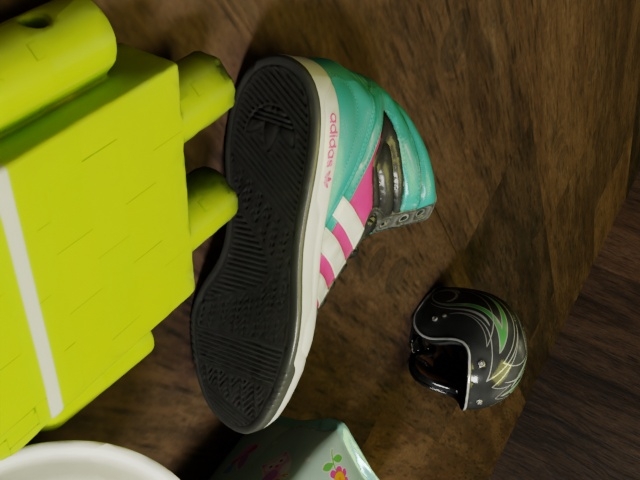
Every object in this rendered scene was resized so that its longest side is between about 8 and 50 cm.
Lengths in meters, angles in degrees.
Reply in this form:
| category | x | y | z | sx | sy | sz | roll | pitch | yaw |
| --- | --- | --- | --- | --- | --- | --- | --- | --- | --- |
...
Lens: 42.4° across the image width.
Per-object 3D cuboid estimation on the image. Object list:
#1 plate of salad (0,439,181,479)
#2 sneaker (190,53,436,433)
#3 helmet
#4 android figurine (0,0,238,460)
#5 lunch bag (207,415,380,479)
| category | x | y | z | sx | sy | sz | roll | pitch | yaw |
| --- | --- | --- | --- | --- | --- | --- | --- | --- | --- |
| plate of salad | -0.162 | 0.211 | 0.499 | 0.199 | 0.048 | 0.200 | -4 | 102 | -20 |
| sneaker | 0.000 | 0.000 | 0.657 | 0.178 | 0.123 | 0.296 | -14 | 124 | -49 |
| helmet | 0.214 | 0.153 | 1.177 | 0.169 | 0.161 | 0.169 | -45 | 149 | -37 |
| android figurine | -0.143 | 0.006 | 0.437 | 0.273 | 0.056 | 0.248 | -44 | 149 | -40 |
| lunch bag | -0.016 | 0.330 | 0.763 | 0.223 | 0.160 | 0.262 | -44 | 112 | -36 |
